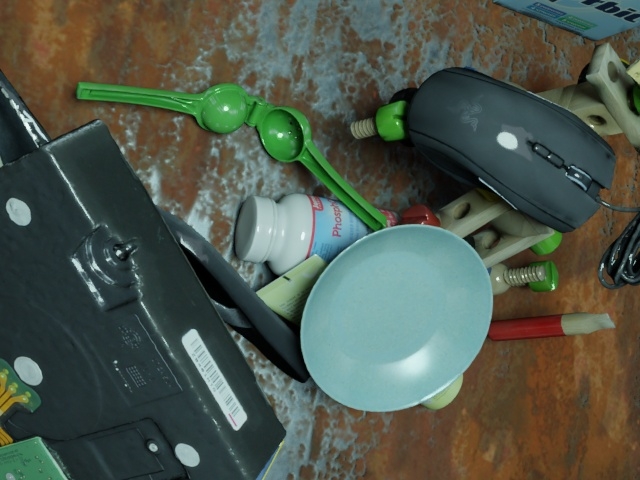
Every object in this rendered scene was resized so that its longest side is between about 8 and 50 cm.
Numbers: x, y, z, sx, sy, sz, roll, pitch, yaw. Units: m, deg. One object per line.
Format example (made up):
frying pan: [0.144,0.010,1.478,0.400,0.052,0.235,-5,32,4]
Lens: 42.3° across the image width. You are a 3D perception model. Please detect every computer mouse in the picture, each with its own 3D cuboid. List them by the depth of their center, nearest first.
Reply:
computer mouse: [0.219,-0.094,0.708,0.262,0.060,0.184,35,89,-2]

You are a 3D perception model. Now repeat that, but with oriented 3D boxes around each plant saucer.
plant saucer: [0.069,0.071,0.788,0.195,0.037,0.195,-6,111,-17]

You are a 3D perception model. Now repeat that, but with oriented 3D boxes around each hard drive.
hard drive: [-0.215,0.087,0.575,0.237,0.339,0.064,61,32,-12]

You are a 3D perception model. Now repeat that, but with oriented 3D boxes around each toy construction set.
toy construction set: [0.234,-0.047,0.825,0.257,0.237,0.309,-41,113,-46]

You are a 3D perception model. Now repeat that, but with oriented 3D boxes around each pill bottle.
pill bottle: [0.000,0.000,0.833,0.160,0.087,0.087,10,85,-23]

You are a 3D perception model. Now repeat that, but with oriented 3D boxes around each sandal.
sandal: [-0.101,0.055,0.784,0.254,0.097,0.054,47,73,-16]

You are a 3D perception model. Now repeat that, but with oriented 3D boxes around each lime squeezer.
lime squeezer: [-0.075,-0.101,0.807,0.310,0.059,0.110,24,53,-11]

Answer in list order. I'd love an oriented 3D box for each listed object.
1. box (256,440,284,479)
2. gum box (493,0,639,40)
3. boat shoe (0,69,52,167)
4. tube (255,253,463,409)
box: [-0.106,0.252,0.802,0.059,0.054,0.169,33,76,-19]
gum box: [0.311,-0.284,0.916,0.157,0.184,0.041,13,84,-22]
boat shoe: [-0.233,0.004,0.686,0.156,0.187,0.500,-38,110,-43]
tube: [0.049,0.094,0.845,0.240,0.062,0.070,35,87,-28]
